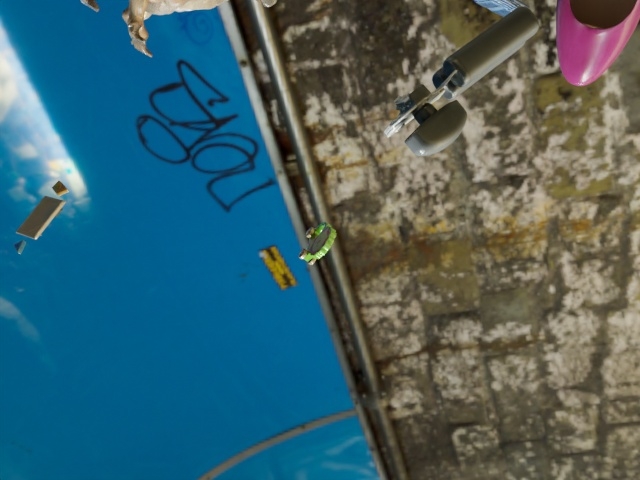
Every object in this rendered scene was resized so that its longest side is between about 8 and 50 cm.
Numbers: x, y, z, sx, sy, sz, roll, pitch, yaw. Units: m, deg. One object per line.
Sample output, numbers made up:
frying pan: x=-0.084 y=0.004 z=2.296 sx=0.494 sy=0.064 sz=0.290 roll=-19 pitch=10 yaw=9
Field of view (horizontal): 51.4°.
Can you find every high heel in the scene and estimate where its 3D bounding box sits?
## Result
high heel: x=0.393 y=-0.385 z=0.907 sx=0.181 sy=0.127 sz=0.377 roll=-44 pitch=-36 yaw=-54

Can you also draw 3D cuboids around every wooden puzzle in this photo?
wooden puzzle: x=-0.393 y=-0.033 z=0.941 sx=0.116 sy=0.079 sz=0.014 roll=-54 pitch=-51 yaw=-15

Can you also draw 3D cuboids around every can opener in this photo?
can opener: x=0.195 y=-0.213 z=0.901 sx=0.093 sy=0.280 sz=0.074 roll=48 pitch=161 yaw=-1

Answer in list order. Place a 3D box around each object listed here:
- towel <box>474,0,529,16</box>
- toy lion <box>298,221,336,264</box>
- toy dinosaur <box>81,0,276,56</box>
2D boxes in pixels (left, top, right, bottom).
towel: x=0.367 y=-0.484 z=1.362 sx=0.119 sy=0.067 sz=0.029 roll=9 pitch=-83 yaw=-35
toy lion: x=0.000 y=0.000 z=1.367 sx=0.034 sy=0.096 sz=0.100 roll=34 pitch=-134 yaw=-19
toy dinosaur: x=-0.193 y=-0.331 z=0.735 sx=0.296 sy=0.127 sz=0.200 roll=30 pitch=-88 yaw=-44
